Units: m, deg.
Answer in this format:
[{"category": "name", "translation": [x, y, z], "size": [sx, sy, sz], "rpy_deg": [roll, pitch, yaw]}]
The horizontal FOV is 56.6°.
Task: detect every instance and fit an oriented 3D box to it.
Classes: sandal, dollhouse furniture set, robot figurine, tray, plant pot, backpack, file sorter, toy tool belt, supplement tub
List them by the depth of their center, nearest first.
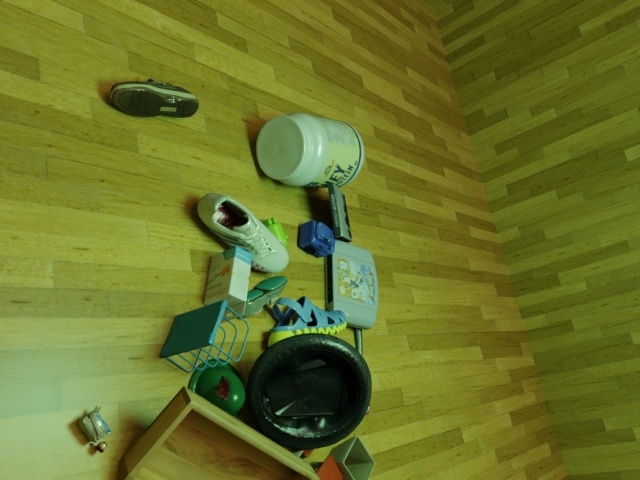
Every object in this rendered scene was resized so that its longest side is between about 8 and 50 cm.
[{"category": "toy tool belt", "translation": [-0.444, 0.379, 1.197], "size": [0.051, 0.052, 0.083], "rpy_deg": [-41, 106, -45]}, {"category": "tray", "translation": [-0.210, 0.509, 1.318], "size": [0.203, 0.076, 0.411], "rpy_deg": [-50, 122, -5]}, {"category": "file sorter", "translation": [-0.270, 0.235, 1.406], "size": [0.104, 0.170, 0.118], "rpy_deg": [47, 39, -32]}, {"category": "dollhouse furniture set", "translation": [-0.016, 0.663, 1.527], "size": [0.259, 0.135, 0.262], "rpy_deg": [-37, 102, -54]}, {"category": "plant pot", "translation": [0.075, 0.640, 1.695], "size": [0.109, 0.096, 0.109], "rpy_deg": [60, 35, -12]}, {"category": "sandal", "translation": [-0.035, 0.227, 1.751], "size": [0.317, 0.126, 0.138], "rpy_deg": [0, 76, -55]}, {"category": "robot figurine", "translation": [-0.139, -0.010, 1.800], "size": [0.101, 0.067, 0.115], "rpy_deg": [-22, 90, -54]}, {"category": "backpack", "translation": [0.000, 0.000, 1.953], "size": [0.120, 0.101, 0.098], "rpy_deg": [37, 52, -41]}, {"category": "supplement tub", "translation": [-0.031, -0.293, 1.955], "size": [0.324, 0.235, 0.235], "rpy_deg": [-4, 75, -53]}]

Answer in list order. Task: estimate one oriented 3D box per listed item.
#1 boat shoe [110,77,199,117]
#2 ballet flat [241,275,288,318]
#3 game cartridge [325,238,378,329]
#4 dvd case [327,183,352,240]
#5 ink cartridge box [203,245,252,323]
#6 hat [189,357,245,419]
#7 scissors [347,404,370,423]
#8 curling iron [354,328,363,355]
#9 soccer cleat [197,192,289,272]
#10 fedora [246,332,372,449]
[{"category": "boat shoe", "translation": [-0.455, -0.388, 1.596], "size": [0.257, 0.095, 0.095], "rpy_deg": [-1, 48, -52]}, {"category": "ballet flat", "translation": [-0.166, 0.162, 1.685], "size": [0.213, 0.072, 0.068], "rpy_deg": [-27, 121, -54]}, {"category": "game cartridge", "translation": [0.107, 0.146, 2.015], "size": [0.198, 0.062, 0.297], "rpy_deg": [15, 58, -28]}, {"category": "dvd case", "translation": [0.068, -0.090, 2.047], "size": [0.238, 0.029, 0.179], "rpy_deg": [21, 60, -78]}, {"category": "ink cartridge box", "translation": [-0.245, 0.117, 1.558], "size": [0.061, 0.104, 0.181], "rpy_deg": [33, 47, -38]}, {"category": "hat", "translation": [-0.195, 0.361, 1.418], "size": [0.173, 0.183, 0.208], "rpy_deg": [52, 38, -20]}, {"category": "scissors", "translation": [0.041, 0.394, 1.702], "size": [0.109, 0.021, 0.297], "rpy_deg": [-37, 97, -37]}, {"category": "curling iron", "translation": [0.135, 0.264, 2.037], "size": [0.068, 0.035, 0.274], "rpy_deg": [28, 50, -42]}, {"category": "soccer cleat", "translation": [-0.198, -0.009, 1.640], "size": [0.331, 0.143, 0.116], "rpy_deg": [39, 71, -28]}, {"category": "fedora", "translation": [-0.039, 0.384, 1.576], "size": [0.334, 0.152, 0.334], "rpy_deg": [-1, 92, -16]}]
